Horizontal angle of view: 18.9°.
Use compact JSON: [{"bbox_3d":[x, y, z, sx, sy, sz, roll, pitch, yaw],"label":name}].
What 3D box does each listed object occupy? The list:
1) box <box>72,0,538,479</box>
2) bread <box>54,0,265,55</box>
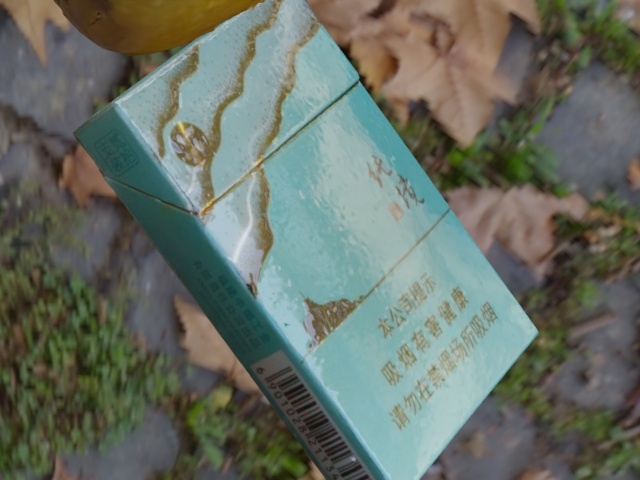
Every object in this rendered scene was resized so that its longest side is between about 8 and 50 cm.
[{"bbox_3d":[0.000,-0.001,0.940,0.229,0.041,0.162,55,41,-7],"label":"box"},{"bbox_3d":[-0.083,-0.278,0.726,0.148,0.337,0.328,-28,71,-30],"label":"bread"}]
